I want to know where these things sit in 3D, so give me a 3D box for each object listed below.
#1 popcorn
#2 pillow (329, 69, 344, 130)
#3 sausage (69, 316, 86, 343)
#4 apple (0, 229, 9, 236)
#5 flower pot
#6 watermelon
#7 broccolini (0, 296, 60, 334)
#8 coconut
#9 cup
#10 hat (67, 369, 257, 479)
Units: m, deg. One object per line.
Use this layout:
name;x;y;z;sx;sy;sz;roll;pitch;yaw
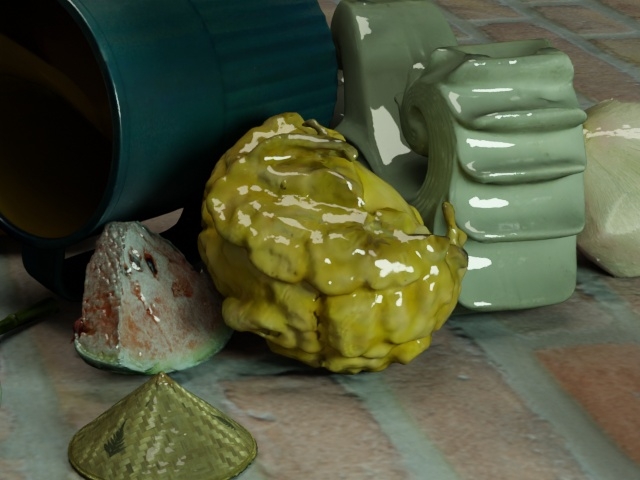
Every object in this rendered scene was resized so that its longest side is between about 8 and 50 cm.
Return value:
popcorn;0.000;0.000;1.503;0.250;0.190;0.250;24;14;-6
pillow;0.104;-0.177;2.204;0.228;0.101;0.326;13;20;39
sausage;-0.172;0.070;1.558;0.034;0.034;0.129;16;25;36
apple;-0.308;-0.098;1.804;0.196;0.196;0.196;1;19;-1
flower pot;0.116;-0.086;1.703;0.164;0.254;0.367;-7;19;-24
watermelon;-0.150;0.049;1.502;0.071;0.139;0.187;-20;2;36
broccolini;-0.291;0.079;1.516;0.044;0.042;0.218;13;21;28
coconut;0.294;-0.060;1.728;0.183;0.171;0.171;40;-6;-36
cup;-0.151;-0.112;1.617;0.242;0.308;0.292;-5;11;44
hat;-0.119;0.130;1.339;0.146;0.067;0.146;1;19;0
